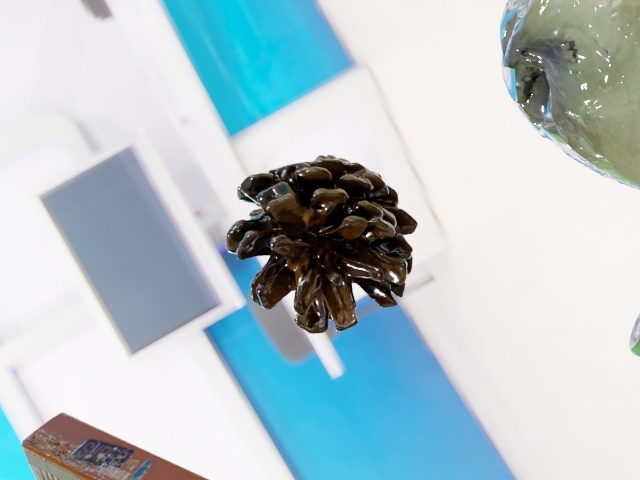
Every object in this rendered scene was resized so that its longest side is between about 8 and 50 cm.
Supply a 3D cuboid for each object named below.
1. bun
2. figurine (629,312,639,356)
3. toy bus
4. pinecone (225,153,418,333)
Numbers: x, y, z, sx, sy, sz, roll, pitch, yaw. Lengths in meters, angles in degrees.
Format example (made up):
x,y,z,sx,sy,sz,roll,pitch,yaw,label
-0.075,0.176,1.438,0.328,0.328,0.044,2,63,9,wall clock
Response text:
x,y,z,sx,sy,sz,roll,pitch,yaw,label
0.278,-0.172,1.560,0.273,0.168,0.273,158,90,-83,bun
0.408,0.040,1.516,0.124,0.325,0.222,21,173,1,figurine
-0.234,0.319,1.956,0.408,0.093,0.092,14,132,46,toy bus
0.001,0.002,1.718,0.229,0.202,0.201,26,-149,-49,pinecone
